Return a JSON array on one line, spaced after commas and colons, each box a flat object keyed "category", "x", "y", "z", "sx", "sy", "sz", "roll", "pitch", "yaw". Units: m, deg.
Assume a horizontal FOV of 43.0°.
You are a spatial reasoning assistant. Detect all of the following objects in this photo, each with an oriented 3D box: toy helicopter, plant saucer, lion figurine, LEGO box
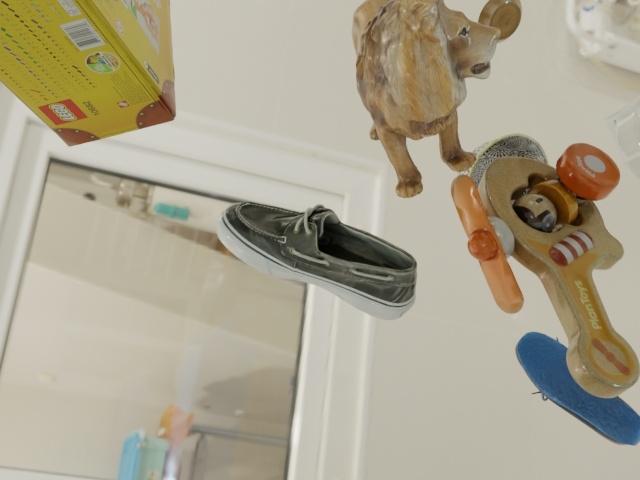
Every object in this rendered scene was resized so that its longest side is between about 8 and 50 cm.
[{"category": "toy helicopter", "x": 0.291, "y": 0.031, "z": 1.026, "sx": 0.140, "sy": 0.234, "sz": 0.355, "roll": 119, "pitch": 146, "yaw": -47}, {"category": "plant saucer", "x": 0.282, "y": -0.341, "z": 1.257, "sx": 0.015, "sy": 0.083, "sz": 0.084, "roll": 51, "pitch": 129, "yaw": 46}, {"category": "lion figurine", "x": 0.092, "y": -0.214, "z": 0.971, "sx": 0.392, "sy": 0.142, "sz": 0.240, "roll": -116, "pitch": 4, "yaw": -58}, {"category": "LEGO box", "x": -0.389, "y": -0.423, "z": 1.118, "sx": 0.500, "sy": 0.193, "sz": 0.373, "roll": 59, "pitch": -159, "yaw": -62}]

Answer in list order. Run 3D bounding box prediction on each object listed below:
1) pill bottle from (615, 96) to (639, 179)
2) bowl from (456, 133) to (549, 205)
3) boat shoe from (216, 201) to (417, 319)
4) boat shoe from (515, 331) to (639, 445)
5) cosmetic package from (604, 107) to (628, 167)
[{"category": "pill bottle", "x": 0.752, "y": -0.244, "z": 1.470, "sx": 0.392, "sy": 0.224, "sz": 0.224, "roll": -29, "pitch": 50, "yaw": 56}, {"category": "bowl", "x": 0.260, "y": -0.083, "z": 1.231, "sx": 0.080, "sy": 0.170, "sz": 0.170, "roll": 26, "pitch": 104, "yaw": 56}, {"category": "boat shoe", "x": 0.000, "y": 0.000, "z": 1.244, "sx": 0.121, "sy": 0.335, "sz": 0.119, "roll": -57, "pitch": -16, "yaw": -48}, {"category": "boat shoe", "x": 0.443, "y": 0.270, "z": 1.431, "sx": 0.109, "sy": 0.258, "sz": 0.089, "roll": -42, "pitch": -15, "yaw": -3}, {"category": "cosmetic package", "x": 0.826, "y": -0.293, "z": 1.867, "sx": 0.138, "sy": 0.224, "sz": 0.224, "roll": 65, "pitch": 161, "yaw": 2}]
